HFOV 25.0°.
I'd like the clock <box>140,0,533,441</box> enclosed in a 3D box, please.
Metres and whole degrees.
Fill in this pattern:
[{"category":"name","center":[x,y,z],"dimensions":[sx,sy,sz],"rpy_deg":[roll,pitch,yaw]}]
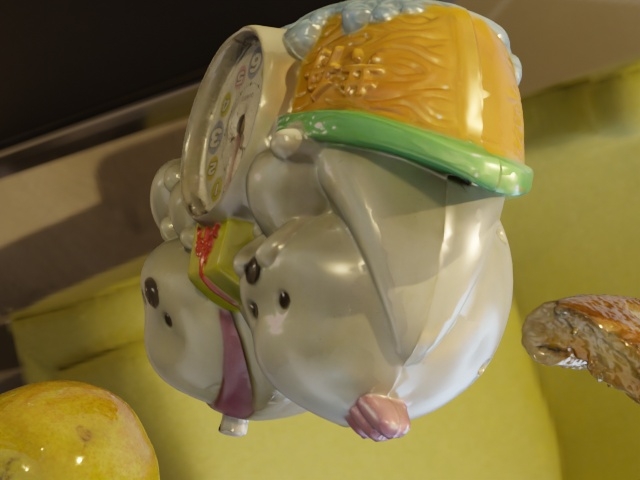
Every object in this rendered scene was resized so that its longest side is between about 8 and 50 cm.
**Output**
[{"category":"clock","center":[0.000,0.000,0.518],"dimensions":[0.103,0.231,0.144],"rpy_deg":[16,78,-21]}]

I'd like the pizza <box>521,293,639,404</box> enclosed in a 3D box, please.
[{"category":"pizza","center":[0.227,0.089,0.889],"dimensions":[0.182,0.161,0.063],"rpy_deg":[4,116,-48]}]

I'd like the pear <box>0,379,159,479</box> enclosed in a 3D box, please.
[{"category":"pear","center":[-0.237,0.221,1.285],"dimensions":[0.200,0.200,0.200],"rpy_deg":[18,66,-47]}]
